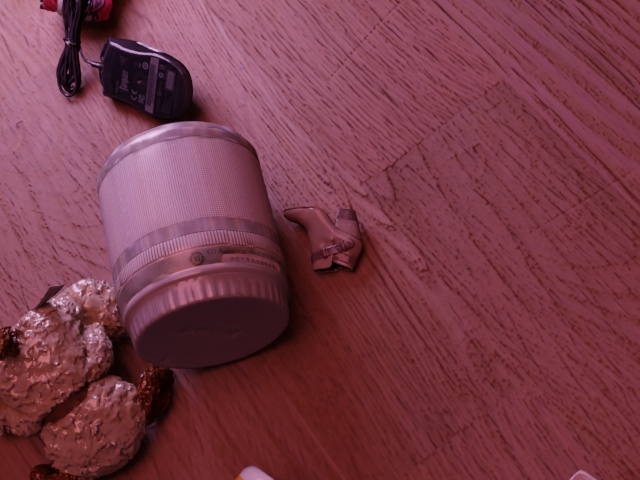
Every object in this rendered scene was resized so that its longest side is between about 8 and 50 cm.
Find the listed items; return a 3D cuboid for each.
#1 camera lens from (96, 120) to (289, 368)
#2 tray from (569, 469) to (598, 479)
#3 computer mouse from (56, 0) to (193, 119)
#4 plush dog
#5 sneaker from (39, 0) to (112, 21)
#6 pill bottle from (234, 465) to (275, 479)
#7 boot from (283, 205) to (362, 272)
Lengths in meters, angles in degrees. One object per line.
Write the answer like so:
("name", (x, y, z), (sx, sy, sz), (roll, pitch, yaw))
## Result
("camera lens", (-0.165, 0.001, 1.508), (0.219, 0.219, 0.274), (-19, 61, 7))
("tray", (0.267, 0.404, 1.297), (0.145, 0.030, 0.270), (36, 79, 28))
("computer mouse", (-0.281, -0.288, 1.737), (0.262, 0.060, 0.184), (16, 111, 28))
("plush dog", (-0.318, 0.198, 1.496), (0.262, 0.210, 0.225), (-43, 88, -4))
("sneaker", (-0.355, -0.476, 1.866), (0.112, 0.121, 0.299), (18, 68, -8))
("pill bottle", (-0.104, 0.411, 1.328), (0.162, 0.162, 0.278), (33, 79, 27))
("boot", (0.000, 0.000, 1.565), (0.118, 0.042, 0.087), (0, 73, 24))
